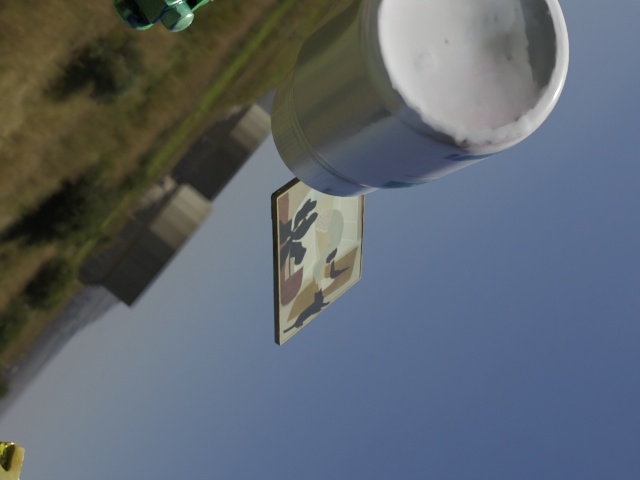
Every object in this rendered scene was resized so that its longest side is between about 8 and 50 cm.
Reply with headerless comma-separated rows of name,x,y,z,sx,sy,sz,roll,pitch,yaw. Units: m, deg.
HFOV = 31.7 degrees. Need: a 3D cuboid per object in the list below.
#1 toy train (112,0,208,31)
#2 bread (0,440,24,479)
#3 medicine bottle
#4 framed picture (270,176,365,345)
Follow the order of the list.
toy train,-0.173,-0.301,0.986,0.085,0.251,0.119,-25,-168,48
bread,-0.367,0.262,1.170,0.157,0.094,0.083,-44,174,-41
medicine bottle,0.052,-0.102,0.753,0.139,0.139,0.237,-52,-172,-17
framed picture,0.000,0.000,1.141,0.136,0.010,0.200,-37,144,-35
